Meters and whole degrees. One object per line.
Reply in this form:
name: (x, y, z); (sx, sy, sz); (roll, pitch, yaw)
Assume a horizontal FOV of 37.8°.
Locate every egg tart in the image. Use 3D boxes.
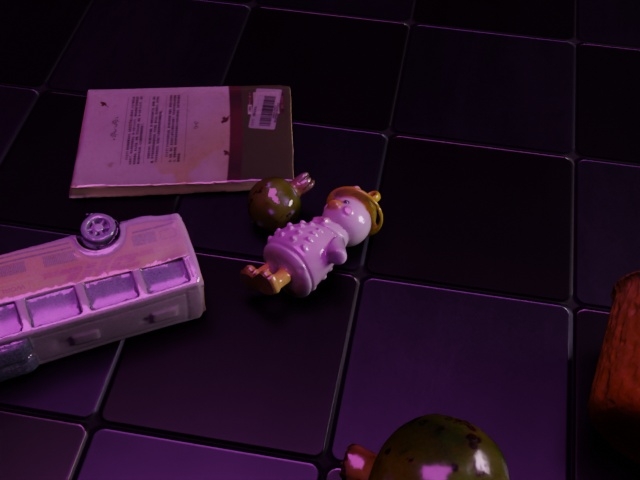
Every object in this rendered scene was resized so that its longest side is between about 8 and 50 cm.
egg tart: (0.364, 0.135, 0.924); (0.215, 0.215, 0.171); (28, 69, 21)

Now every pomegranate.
pomegranate: (-0.050, -0.049, 1.153); (0.084, 0.073, 0.073); (-33, 57, -30)
pomegranate: (0.097, 0.232, 0.882); (0.169, 0.122, 0.143); (19, 81, 11)

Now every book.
book: (-0.181, -0.139, 1.254); (0.289, 0.026, 0.201); (-1, 50, -1)

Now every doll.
doll: (0.000, 0.000, 1.102); (0.207, 0.081, 0.129); (-38, 27, -29)

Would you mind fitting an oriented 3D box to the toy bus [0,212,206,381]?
toy bus: (-0.304, 0.067, 1.040); (0.343, 0.097, 0.138); (-17, 59, -15)
